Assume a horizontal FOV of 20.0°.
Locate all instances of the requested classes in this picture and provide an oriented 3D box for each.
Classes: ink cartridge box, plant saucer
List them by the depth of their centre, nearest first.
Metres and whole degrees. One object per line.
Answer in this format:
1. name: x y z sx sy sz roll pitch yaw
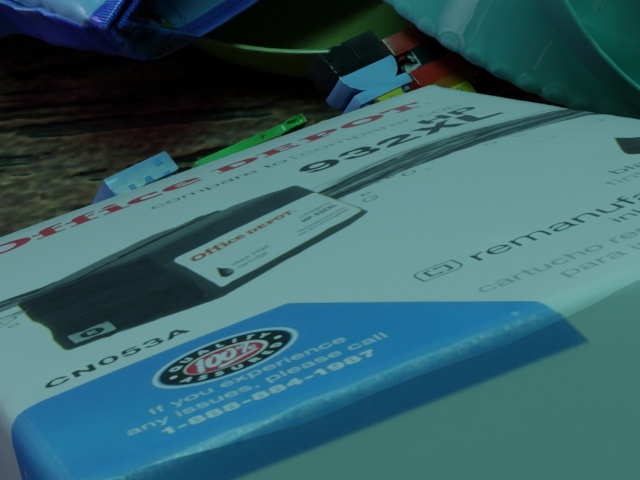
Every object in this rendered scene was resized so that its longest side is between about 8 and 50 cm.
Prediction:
1. ink cartridge box: 0.013 0.051 0.549 0.223 0.129 0.307 -21 14 -15
2. plant saucer: 0.017 -0.153 0.978 0.241 0.037 0.241 -6 39 4

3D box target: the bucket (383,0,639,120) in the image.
1. bucket: 0.139 -0.188 0.805 0.281 0.183 0.281 19 33 -13

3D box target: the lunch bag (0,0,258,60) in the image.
1. lunch bag: -0.092 -0.196 0.947 0.221 0.138 0.293 23 62 38

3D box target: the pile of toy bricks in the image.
1. pile of toy bricks: 0.000 0.000 0.750 0.212 0.118 0.105 -29 74 -37
